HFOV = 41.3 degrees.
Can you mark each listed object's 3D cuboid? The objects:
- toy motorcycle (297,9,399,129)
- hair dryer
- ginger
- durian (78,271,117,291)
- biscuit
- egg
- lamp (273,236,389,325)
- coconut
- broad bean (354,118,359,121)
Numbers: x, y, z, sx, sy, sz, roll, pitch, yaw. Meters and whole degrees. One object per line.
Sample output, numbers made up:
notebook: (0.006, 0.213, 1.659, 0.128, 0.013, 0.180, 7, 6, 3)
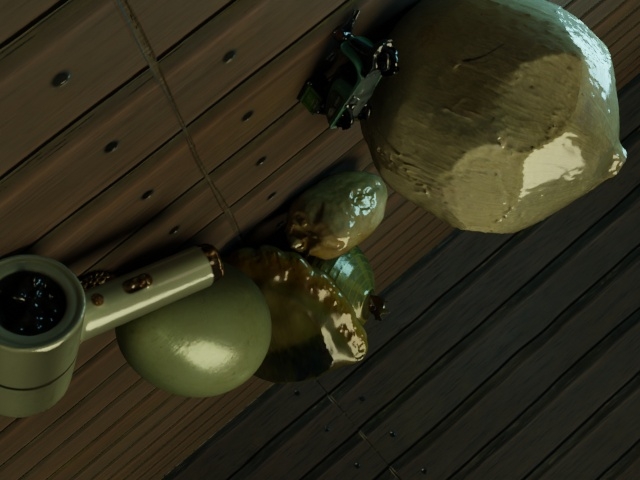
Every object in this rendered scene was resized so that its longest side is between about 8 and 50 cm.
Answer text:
toy motorcycle: (0.040, -0.217, 1.127, 0.058, 0.100, 0.173, -32, 166, -39)
hair dryer: (-0.263, 0.078, 1.079, 0.362, 0.128, 0.203, -24, 158, -33)
ginger: (0.038, -0.052, 1.567, 0.152, 0.138, 0.267, -45, 172, 37)
durian: (-0.334, 0.077, 1.170, 0.130, 0.052, 0.066, -31, -158, -28)
biscuit: (-0.101, 0.168, 1.550, 0.335, 0.329, 0.078, -40, -161, 25)
egg: (-0.200, 0.131, 1.312, 0.218, 0.218, 0.295, -44, 154, 11)
lamp: (0.013, 0.099, 1.670, 0.250, 0.284, 0.250, -32, 128, -53)
coconut: (0.259, -0.174, 1.231, 0.346, 0.360, 0.346, -45, 156, -27)
broad bean: (0.081, -0.218, 1.362, 0.083, 0.045, 0.063, -24, 173, -31)
